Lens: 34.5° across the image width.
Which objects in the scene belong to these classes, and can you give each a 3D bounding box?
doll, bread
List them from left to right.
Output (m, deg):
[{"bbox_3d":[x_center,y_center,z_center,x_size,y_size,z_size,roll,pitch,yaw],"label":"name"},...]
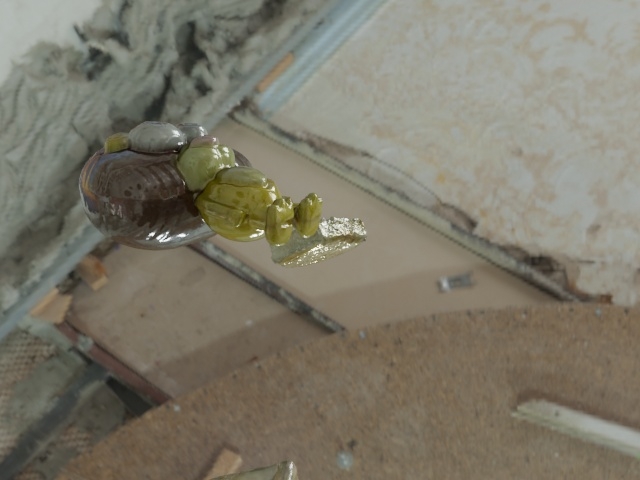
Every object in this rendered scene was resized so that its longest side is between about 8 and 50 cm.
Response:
[{"bbox_3d":[-0.085,-0.040,0.754,0.188,0.096,0.145,4,-162,13],"label":"doll"},{"bbox_3d":[0.000,0.000,1.002,0.070,0.083,0.035,-29,-108,42],"label":"bread"}]

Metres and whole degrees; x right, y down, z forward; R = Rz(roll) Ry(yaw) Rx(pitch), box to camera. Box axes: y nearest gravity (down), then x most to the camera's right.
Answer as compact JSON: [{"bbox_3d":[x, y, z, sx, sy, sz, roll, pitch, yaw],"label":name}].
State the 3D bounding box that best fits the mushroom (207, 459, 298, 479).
[{"bbox_3d":[-0.028,0.233,0.617,0.286,0.151,0.156,-20,-128,29],"label":"mushroom"}]
